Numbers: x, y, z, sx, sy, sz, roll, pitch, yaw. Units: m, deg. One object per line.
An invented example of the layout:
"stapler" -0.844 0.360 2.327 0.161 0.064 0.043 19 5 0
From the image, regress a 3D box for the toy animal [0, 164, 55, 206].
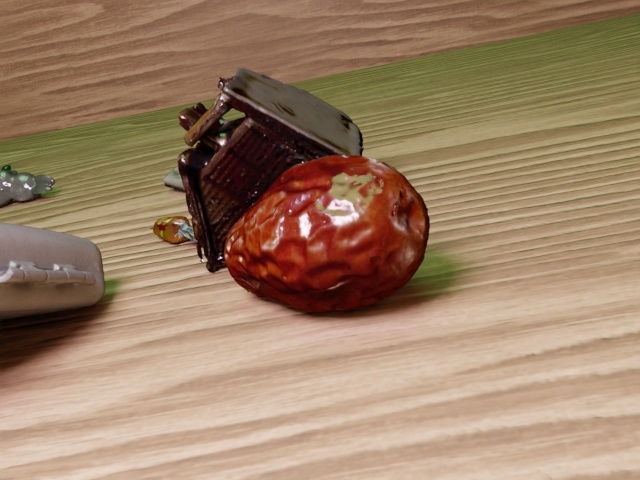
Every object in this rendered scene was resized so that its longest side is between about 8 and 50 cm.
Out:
"toy animal" -0.842 -0.139 1.739 0.236 0.138 0.108 12 -18 0

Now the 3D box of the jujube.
"jujube" 0.000 0.000 0.789 0.290 0.197 0.197 -12 15 45

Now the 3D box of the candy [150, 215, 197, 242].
"candy" -0.272 -0.023 1.173 0.053 0.046 0.182 -24 22 -33

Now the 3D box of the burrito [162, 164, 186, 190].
"burrito" -0.245 -0.145 1.444 0.309 0.066 0.096 4 28 41

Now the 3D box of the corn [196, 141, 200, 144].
"corn" -0.190 -0.265 1.688 0.293 0.106 0.106 -20 22 -28

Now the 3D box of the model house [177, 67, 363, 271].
"model house" -0.112 -0.115 1.062 0.282 0.297 0.317 -52 15 22

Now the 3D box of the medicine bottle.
"medicine bottle" -0.468 0.048 0.816 0.282 0.123 0.375 -9 -5 10
